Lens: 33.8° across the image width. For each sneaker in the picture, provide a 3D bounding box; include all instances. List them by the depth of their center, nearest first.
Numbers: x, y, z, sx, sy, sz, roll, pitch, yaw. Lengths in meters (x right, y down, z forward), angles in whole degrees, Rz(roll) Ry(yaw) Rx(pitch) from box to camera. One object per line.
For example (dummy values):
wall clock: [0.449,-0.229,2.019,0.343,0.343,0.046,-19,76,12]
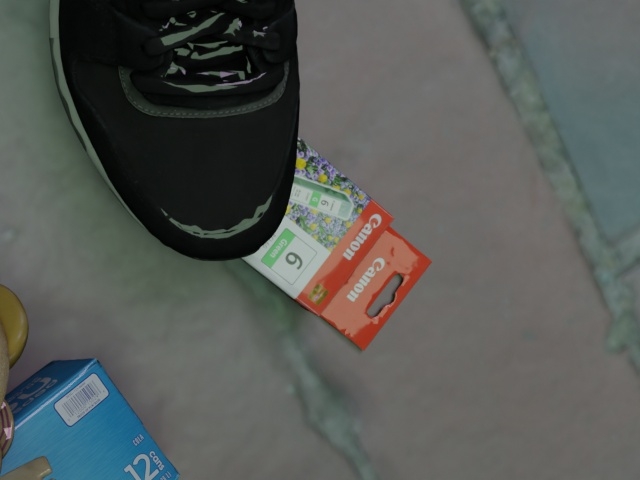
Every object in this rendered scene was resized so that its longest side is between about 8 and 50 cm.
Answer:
sneaker: [-0.057,-0.122,0.405,0.107,0.124,0.283,-9,104,-12]

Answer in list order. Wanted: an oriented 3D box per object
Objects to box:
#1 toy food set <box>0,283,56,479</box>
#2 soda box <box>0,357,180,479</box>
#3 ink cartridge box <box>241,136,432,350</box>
toy food set: [-0.177,0.066,0.423,0.132,0.192,0.038,-28,143,-8]
soda box: [-0.165,0.137,0.431,0.210,0.071,0.067,-39,103,-27]
ink cartridge box: [0.000,0.000,0.515,0.115,0.029,0.063,39,85,-14]
